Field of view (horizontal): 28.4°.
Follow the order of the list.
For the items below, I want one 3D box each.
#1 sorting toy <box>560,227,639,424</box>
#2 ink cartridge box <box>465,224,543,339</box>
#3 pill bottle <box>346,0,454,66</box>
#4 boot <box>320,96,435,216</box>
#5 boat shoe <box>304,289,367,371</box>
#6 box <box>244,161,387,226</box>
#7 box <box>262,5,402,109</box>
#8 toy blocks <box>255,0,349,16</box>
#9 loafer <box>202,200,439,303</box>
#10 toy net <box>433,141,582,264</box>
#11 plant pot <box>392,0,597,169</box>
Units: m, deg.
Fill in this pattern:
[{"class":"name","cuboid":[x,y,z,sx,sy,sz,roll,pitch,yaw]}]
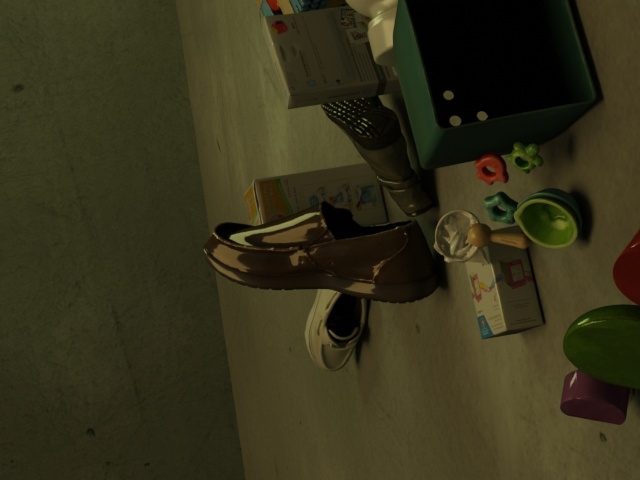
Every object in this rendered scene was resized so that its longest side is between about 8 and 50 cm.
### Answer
[{"class":"sorting toy","cuboid":[0.300,0.046,1.158,0.365,0.127,0.126,100,-175,-60]},{"class":"ink cartridge box","cuboid":[0.216,0.051,1.519,0.088,0.052,0.122,137,124,-73]},{"class":"pill bottle","cuboid":[0.094,-0.365,1.484,0.169,0.169,0.301,146,115,-75]},{"class":"boot","cuboid":[0.081,-0.131,1.833,0.161,0.083,0.246,63,179,-30]},{"class":"boat shoe","cuboid":[0.036,0.148,2.229,0.088,0.096,0.267,-108,24,-47]},{"class":"box","cuboid":[-0.011,-0.053,2.034,0.114,0.203,0.103,142,118,-74]},{"class":"box","cuboid":[0.026,-0.264,1.786,0.038,0.186,0.145,104,152,-58]},{"class":"toy blocks","cuboid":[-0.038,-0.456,1.998,0.261,0.191,0.381,66,162,12]},{"class":"loafer","cuboid":[0.000,0.000,1.855,0.134,0.366,0.130,-36,-51,-64]},{"class":"toy net","cuboid":[0.185,-0.023,1.402,0.122,0.045,0.232,44,143,-12]},{"class":"plant pot","cuboid":[0.168,-0.170,1.367,0.234,0.166,0.165,105,152,-75]}]
